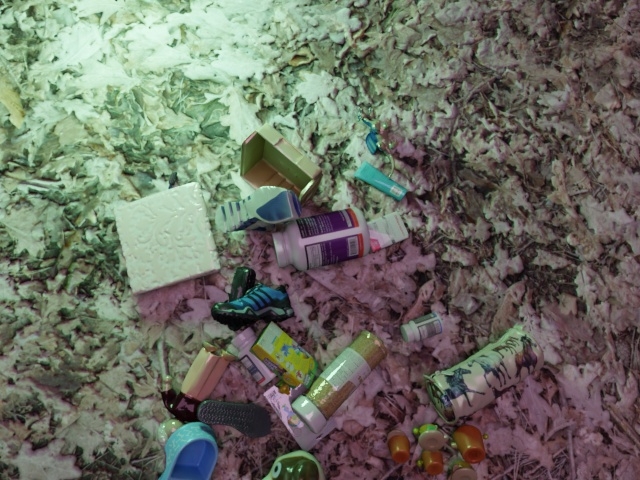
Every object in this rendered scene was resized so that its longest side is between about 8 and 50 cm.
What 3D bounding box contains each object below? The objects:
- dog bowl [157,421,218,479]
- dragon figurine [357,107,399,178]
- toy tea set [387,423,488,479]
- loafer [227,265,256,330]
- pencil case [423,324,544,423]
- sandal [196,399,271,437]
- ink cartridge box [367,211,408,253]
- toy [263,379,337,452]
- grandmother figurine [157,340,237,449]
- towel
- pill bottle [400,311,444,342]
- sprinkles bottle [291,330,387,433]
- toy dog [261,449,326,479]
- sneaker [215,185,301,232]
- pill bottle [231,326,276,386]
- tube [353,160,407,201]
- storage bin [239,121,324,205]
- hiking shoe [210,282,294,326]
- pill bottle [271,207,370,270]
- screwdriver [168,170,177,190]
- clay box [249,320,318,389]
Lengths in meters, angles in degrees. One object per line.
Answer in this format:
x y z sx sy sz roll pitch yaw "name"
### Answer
-0.416 0.721 1.306 0.166 0.074 0.297 27 81 -32 "dog bowl"
0.229 -0.386 1.638 0.085 0.144 0.289 -23 100 -10 "dragon figurine"
0.395 0.689 1.444 0.336 0.124 0.200 20 110 -4 "toy tea set"
-0.284 0.200 1.477 0.078 0.076 0.223 8 83 33 "loafer"
0.565 0.453 1.468 0.410 0.160 0.184 -28 104 -10 "pencil case"
-0.277 0.571 1.390 0.254 0.054 0.097 25 67 -19 "sandal"
0.234 -0.029 1.579 0.150 0.063 0.109 -21 81 -11 "ink cartridge box"
-0.070 0.563 1.427 0.137 0.056 0.237 -36 91 -14 "toy"
-0.419 0.504 1.379 0.207 0.104 0.342 26 76 -1 "grandmother figurine"
-0.527 -0.006 1.469 0.316 0.053 0.332 -18 78 0 "towel"
0.361 0.313 1.517 0.137 0.078 0.078 -17 81 -9 "pill bottle"
0.067 0.457 1.400 0.355 0.121 0.121 -41 85 -24 "sprinkles bottle"
-0.037 0.847 1.264 0.395 0.284 0.408 -22 80 -11 "toy dog"
-0.189 -0.102 1.470 0.315 0.182 0.128 -11 87 29 "sneaker"
-0.212 0.383 1.423 0.108 0.108 0.180 -38 85 -12 "pill bottle"
0.233 -0.225 1.630 0.207 0.052 0.080 34 69 7 "tube"
-0.140 -0.234 1.478 0.262 0.260 0.123 41 69 3 "storage bin"
-0.231 0.210 1.421 0.304 0.113 0.132 8 60 -42 "hiking shoe"
0.000 0.000 1.487 0.322 0.181 0.182 -12 80 -8 "pill bottle"
-0.553 -0.171 1.547 0.024 0.025 0.170 16 86 -4 "screwdriver"
-0.114 0.382 1.387 0.222 0.127 0.053 44 119 -6 "clay box"
